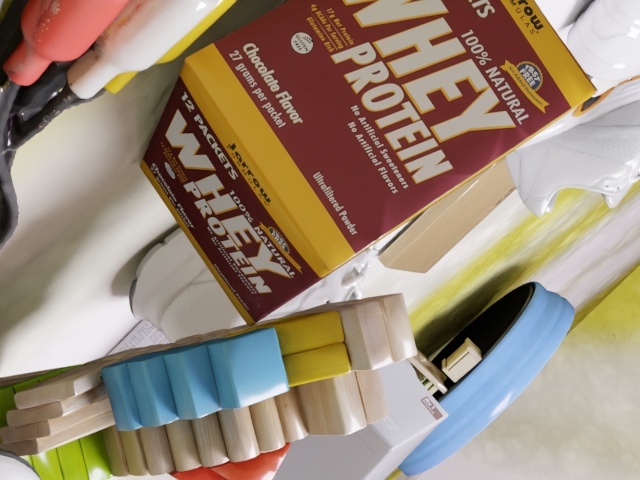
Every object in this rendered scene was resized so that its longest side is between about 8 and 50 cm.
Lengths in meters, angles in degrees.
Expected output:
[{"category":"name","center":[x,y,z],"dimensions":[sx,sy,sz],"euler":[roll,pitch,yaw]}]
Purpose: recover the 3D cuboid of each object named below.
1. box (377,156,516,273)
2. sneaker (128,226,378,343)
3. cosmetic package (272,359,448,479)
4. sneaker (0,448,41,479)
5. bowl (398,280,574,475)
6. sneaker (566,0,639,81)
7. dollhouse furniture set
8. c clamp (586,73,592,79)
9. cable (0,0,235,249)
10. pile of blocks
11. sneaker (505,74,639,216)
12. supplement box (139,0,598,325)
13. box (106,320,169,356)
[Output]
[{"category":"box","center":[0.165,-0.038,1.312],"dimensions":[0.201,0.021,0.164],"euler":[-44,163,13]},{"category":"sneaker","center":[0.000,0.000,0.880],"dimensions":[0.297,0.129,0.111],"euler":[-39,161,-7]},{"category":"cosmetic package","center":[-0.003,0.200,1.080],"dimensions":[0.107,0.127,0.238],"euler":[-21,152,-48]},{"category":"sneaker","center":[-0.331,0.283,0.546],"dimensions":[0.447,0.257,0.169],"euler":[-17,148,-14]},{"category":"bowl","center":[0.249,0.219,1.862],"dimensions":[0.391,0.077,0.391],"euler":[-45,180,0]},{"category":"sneaker","center":[0.379,-0.261,1.057],"dimensions":[0.292,0.108,0.169],"euler":[-30,163,-27]},{"category":"dollhouse furniture set","center":[0.148,0.184,1.774],"dimensions":[0.182,0.101,0.161],"euler":[-45,-173,13]},{"category":"c clamp","center":[0.287,-0.188,1.199],"dimensions":[0.137,0.022,0.161],"euler":[-15,152,-44]},{"category":"cable","center":[-0.141,-0.055,0.535],"dimensions":[0.287,0.072,0.139],"euler":[-49,165,27]},{"category":"pile of blocks","center":[-0.110,0.129,0.744],"dimensions":[0.362,0.113,0.149],"euler":[-14,-179,13]},{"category":"sneaker","center":[0.317,-0.102,1.160],"dimensions":[0.262,0.121,0.099],"euler":[-18,179,16]},{"category":"supplement box","center":[0.017,-0.065,0.667],"dimensions":[0.191,0.129,0.194],"euler":[-34,178,-20]},{"category":"box","center":[-0.088,0.124,1.073],"dimensions":[0.169,0.087,0.290],"euler":[-45,162,14]}]
